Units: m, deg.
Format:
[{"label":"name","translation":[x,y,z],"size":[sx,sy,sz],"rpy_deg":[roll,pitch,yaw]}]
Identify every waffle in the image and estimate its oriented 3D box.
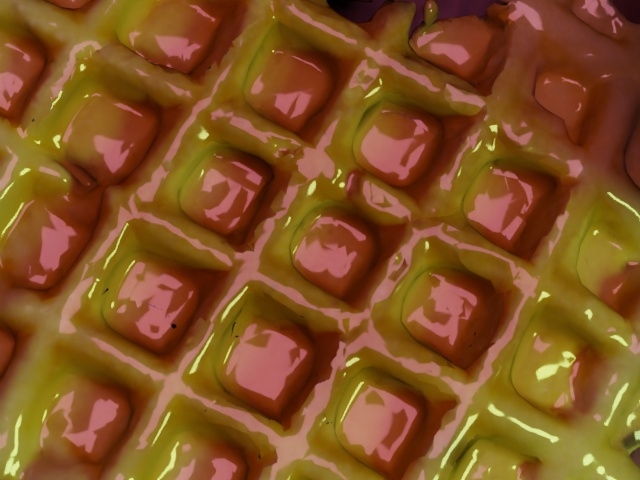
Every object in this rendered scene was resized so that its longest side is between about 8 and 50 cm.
[{"label":"waffle","translation":[0.000,-0.001,0.374],"size":[0.261,0.056,0.250],"rpy_deg":[-16,81,-11]}]
